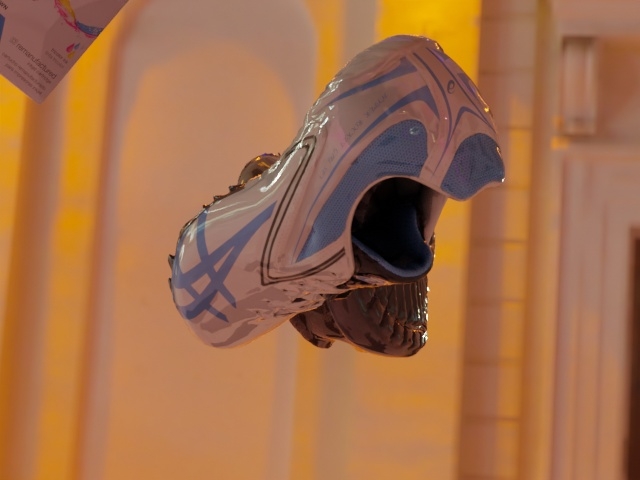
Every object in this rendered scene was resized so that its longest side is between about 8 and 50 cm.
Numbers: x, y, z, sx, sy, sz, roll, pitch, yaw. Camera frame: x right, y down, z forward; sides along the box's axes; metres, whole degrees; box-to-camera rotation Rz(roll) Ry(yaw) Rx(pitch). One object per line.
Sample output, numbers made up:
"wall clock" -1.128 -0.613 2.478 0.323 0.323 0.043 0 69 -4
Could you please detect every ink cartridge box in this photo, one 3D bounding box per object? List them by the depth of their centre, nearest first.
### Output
"ink cartridge box" -0.173 -0.161 1.079 0.088 0.122 0.052 41 -5 -38

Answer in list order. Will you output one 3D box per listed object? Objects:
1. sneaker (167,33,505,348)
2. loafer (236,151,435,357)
"sneaker" 0.000 0.000 0.790 0.085 0.086 0.237 -14 -20 -35
"loafer" 0.004 0.000 1.147 0.130 0.134 0.366 -5 6 7
